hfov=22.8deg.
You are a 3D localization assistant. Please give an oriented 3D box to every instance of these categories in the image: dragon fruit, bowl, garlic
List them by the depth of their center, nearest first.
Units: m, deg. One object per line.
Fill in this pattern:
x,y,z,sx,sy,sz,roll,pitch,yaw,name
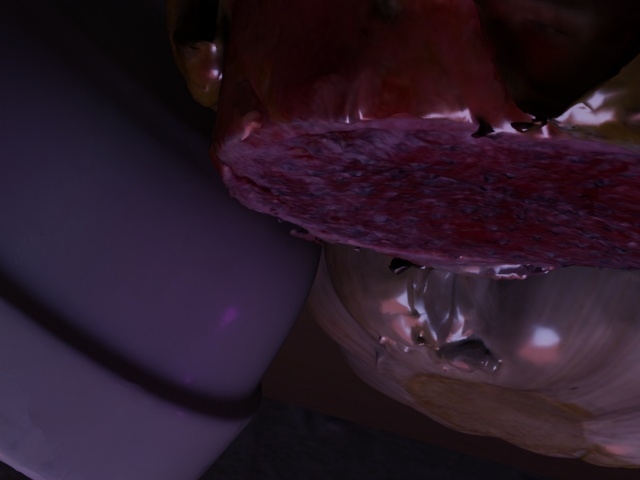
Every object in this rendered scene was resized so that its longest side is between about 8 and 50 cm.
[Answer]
0.062,-0.071,0.466,0.211,0.147,0.282,8,173,-4,dragon fruit
-0.105,-0.054,0.570,0.287,0.144,0.287,43,-172,-7,bowl
0.098,0.016,0.757,0.228,0.152,0.228,22,164,6,garlic
